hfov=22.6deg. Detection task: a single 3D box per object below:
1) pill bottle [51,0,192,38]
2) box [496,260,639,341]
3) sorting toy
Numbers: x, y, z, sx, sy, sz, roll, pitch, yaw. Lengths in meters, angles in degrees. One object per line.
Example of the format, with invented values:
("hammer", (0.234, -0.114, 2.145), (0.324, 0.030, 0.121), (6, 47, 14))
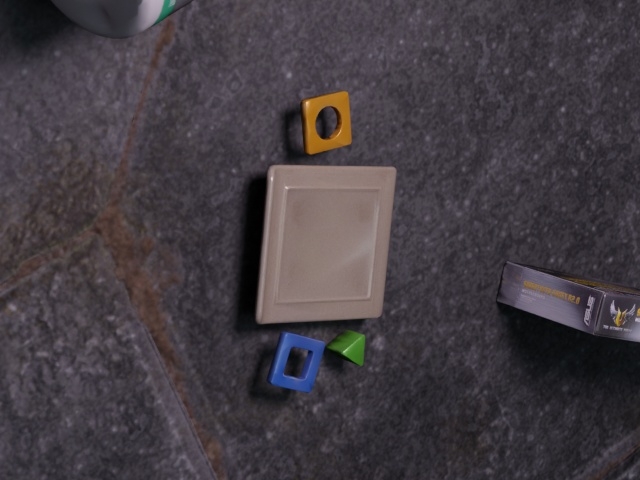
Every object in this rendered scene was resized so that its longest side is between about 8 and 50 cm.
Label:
("pill bottle", (-0.111, -0.363, 1.567), (0.361, 0.204, 0.204), (-39, 120, -33))
("box", (0.369, 0.085, 2.026), (0.231, 0.183, 0.056), (11, 95, -35))
("sorting toy", (0.000, 0.000, 1.839), (0.196, 0.047, 0.348), (-2, 102, -39))
